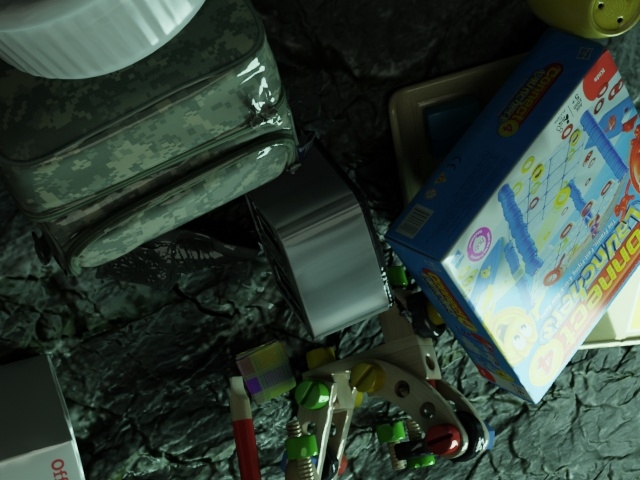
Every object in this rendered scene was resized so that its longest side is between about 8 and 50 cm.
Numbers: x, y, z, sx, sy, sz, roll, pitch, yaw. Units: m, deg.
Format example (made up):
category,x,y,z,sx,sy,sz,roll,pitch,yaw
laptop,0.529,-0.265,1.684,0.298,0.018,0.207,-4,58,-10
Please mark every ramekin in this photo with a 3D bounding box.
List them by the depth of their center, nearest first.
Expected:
category,x,y,z,sx,sy,sz,roll,pitch,yaw
ramekin,-0.205,-0.260,1.391,0.273,0.273,0.127,-32,140,2

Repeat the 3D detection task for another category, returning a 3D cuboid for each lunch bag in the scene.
category,x,y,z,sx,sy,sz,roll,pitch,yaw
lunch bag,-0.174,-0.115,1.599,0.305,0.212,0.256,-27,146,-8

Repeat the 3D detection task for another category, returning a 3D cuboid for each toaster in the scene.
category,x,y,z,sx,sy,sz,roll,pitch,yaw
toaster,0.000,0.000,1.758,0.110,0.186,0.168,-26,129,-9

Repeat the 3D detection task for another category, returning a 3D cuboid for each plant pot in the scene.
category,x,y,z,sx,sy,sz,roll,pitch,yaw
plant pot,0.299,-0.272,1.747,0.134,0.095,0.134,-11,125,-15

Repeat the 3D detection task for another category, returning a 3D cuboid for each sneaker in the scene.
category,x,y,z,sx,sy,sz,roll,pitch,yaw
sneaker,-0.159,0.019,1.794,0.170,0.051,0.089,13,117,-23

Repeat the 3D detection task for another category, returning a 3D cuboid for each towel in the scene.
category,x,y,z,sx,sy,sz,roll,pitch,yaw
towel,-0.065,0.157,1.948,0.060,0.009,0.083,-25,129,-5

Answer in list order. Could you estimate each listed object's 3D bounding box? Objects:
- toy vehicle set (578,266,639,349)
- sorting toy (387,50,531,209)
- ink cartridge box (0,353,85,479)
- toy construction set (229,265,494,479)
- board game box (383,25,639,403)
category,x,y,z,sx,sy,sz,roll,pitch,yaw
toy vehicle set,0.428,0.055,2.056,0.266,0.035,0.166,-3,123,-20
sorting toy,0.205,-0.069,1.881,0.229,0.041,0.307,-19,127,-9
ink cartridge box,-0.384,0.262,1.791,0.232,0.168,0.171,-14,127,-12
toy construction set,0.030,0.160,1.884,0.308,0.257,0.237,-5,81,-37
board game box,0.247,-0.022,1.808,0.308,0.086,0.302,-52,137,-13
